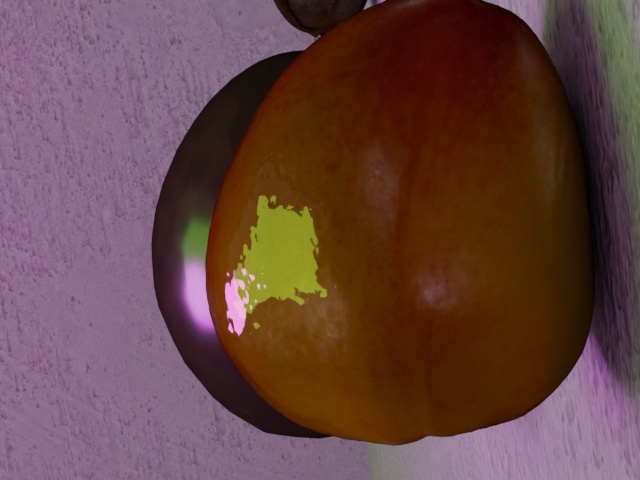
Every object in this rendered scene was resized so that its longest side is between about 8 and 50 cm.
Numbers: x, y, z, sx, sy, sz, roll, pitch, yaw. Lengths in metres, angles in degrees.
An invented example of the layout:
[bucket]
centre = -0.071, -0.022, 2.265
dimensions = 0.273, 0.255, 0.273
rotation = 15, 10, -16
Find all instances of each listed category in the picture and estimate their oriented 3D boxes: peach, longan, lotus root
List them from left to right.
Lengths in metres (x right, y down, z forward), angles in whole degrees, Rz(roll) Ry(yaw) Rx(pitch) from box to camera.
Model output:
[lotus root]
centre = -0.008, -0.425, 2.128
dimensions = 0.152, 0.160, 0.275
rotation = -119, 18, -51
[longan]
centre = 0.000, 0.000, 1.492
dimensions = 0.404, 0.336, 0.405
rotation = -177, 90, -83
[peach]
centre = 0.056, -0.019, 1.071
dimensions = 0.289, 0.289, 0.308
rotation = -110, 5, -74

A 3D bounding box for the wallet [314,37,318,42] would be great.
[wallet]
centre = 0.024, -0.413, 2.401
dimensions = 0.170, 0.069, 0.231
rotation = -68, -22, -60
